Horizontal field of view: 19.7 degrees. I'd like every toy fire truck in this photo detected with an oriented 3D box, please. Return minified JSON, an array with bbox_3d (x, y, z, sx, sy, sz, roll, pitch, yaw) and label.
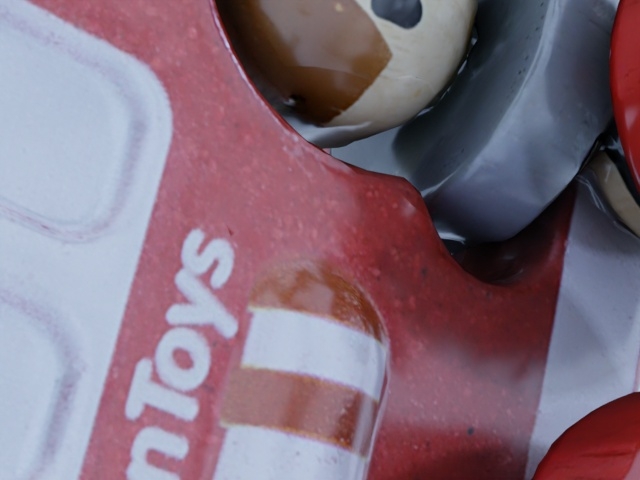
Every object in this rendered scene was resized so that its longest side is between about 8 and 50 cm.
[{"bbox_3d":[0.000,0.000,0.414,0.169,0.254,0.302,-14,-124,50],"label":"toy fire truck"}]
